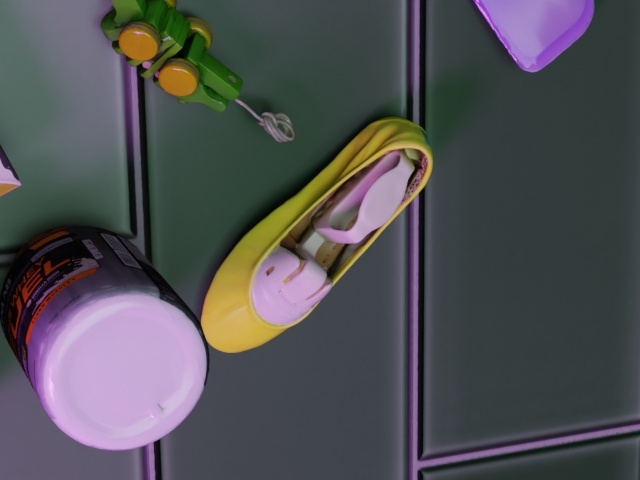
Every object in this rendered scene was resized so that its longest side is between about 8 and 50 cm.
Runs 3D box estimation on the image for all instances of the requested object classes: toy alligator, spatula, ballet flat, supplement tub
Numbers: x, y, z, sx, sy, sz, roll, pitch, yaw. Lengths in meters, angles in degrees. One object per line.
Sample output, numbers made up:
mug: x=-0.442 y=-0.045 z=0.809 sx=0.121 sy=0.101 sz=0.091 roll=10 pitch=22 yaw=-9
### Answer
toy alligator: x=-0.099 y=-0.123 z=1.267 sx=0.051 sy=0.056 sz=0.190 roll=-26 pitch=125 yaw=36
spatula: x=0.109 y=-0.262 z=1.310 sx=0.084 sy=0.030 sz=0.296 roll=-39 pitch=116 yaw=-6
ballet flat: x=0.000 y=0.000 z=1.327 sx=0.231 sy=0.077 sz=0.077 roll=-47 pitch=117 yaw=-1
supplement tub: x=-0.156 y=0.059 z=1.223 sx=0.117 sy=0.190 sz=0.117 roll=-6 pitch=108 yaw=-20

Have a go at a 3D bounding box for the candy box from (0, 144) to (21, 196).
candy box: x=-0.325 y=-0.103 z=1.173 sx=0.159 sy=0.071 sz=0.233 roll=-31 pitch=116 yaw=-10
